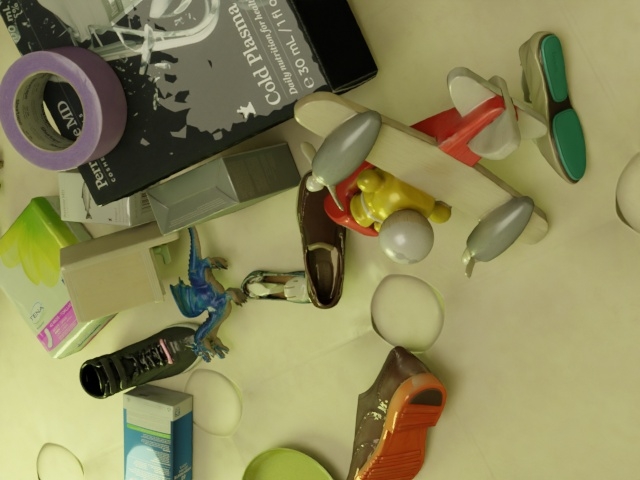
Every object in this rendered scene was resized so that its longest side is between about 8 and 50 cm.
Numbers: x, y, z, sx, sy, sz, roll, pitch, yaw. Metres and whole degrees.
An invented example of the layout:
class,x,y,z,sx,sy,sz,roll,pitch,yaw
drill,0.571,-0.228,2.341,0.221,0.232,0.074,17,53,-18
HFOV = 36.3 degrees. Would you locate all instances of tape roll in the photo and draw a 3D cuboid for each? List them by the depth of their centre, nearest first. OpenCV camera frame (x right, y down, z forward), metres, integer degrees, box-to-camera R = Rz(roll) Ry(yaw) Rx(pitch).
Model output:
class,x,y,z,sx,sy,sz,roll,pitch,yaw
tape roll,-0.408,-0.209,1.546,0.189,0.080,0.189,5,108,17

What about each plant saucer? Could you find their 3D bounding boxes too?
class,x,y,z,sx,sy,sz,roll,pitch,yaw
plant saucer,-0.051,0.526,1.972,0.241,0.037,0.241,7,104,27

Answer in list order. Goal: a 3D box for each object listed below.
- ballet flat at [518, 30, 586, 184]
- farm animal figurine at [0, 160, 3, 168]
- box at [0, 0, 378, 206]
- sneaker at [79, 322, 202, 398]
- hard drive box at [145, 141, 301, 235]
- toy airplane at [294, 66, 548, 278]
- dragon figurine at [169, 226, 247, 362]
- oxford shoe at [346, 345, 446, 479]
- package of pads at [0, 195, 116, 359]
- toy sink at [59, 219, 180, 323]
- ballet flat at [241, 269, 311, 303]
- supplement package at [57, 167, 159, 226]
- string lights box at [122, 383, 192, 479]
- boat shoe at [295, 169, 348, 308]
class,x,y,z,sx,sy,sz,roll,pitch,yaw
ballet flat,0.367,-0.210,1.574,0.086,0.086,0.248,-8,96,29
farm animal figurine,-0.832,-0.032,2.153,0.172,0.330,0.327,11,135,22
box,-0.234,-0.382,1.642,0.472,0.297,0.480,-23,97,23
sneaker,-0.372,0.257,2.015,0.296,0.147,0.104,-23,89,28
hard drive box,-0.171,-0.097,1.781,0.181,0.232,0.089,-20,91,29
toy airplane,0.168,-0.092,1.523,0.386,0.384,0.272,7,65,12
dragon figurine,-0.243,0.101,1.925,0.144,0.085,0.289,-30,94,9
oxford shoe,0.121,0.357,1.820,0.133,0.130,0.364,56,133,44
package of pads,-0.569,0.082,2.104,0.229,0.101,0.296,-42,80,27
toy sink,-0.381,0.059,1.926,0.234,0.153,0.131,-18,107,-11
ballet flat,-0.069,0.093,1.868,0.188,0.070,0.070,-2,100,27
supplement package,-0.429,-0.092,1.988,0.179,0.105,0.105,4,104,27
string lights box,-0.348,0.449,2.085,0.133,0.077,0.260,9,106,26
boat shoe,0.008,-0.001,1.773,0.095,0.095,0.257,-7,97,1
